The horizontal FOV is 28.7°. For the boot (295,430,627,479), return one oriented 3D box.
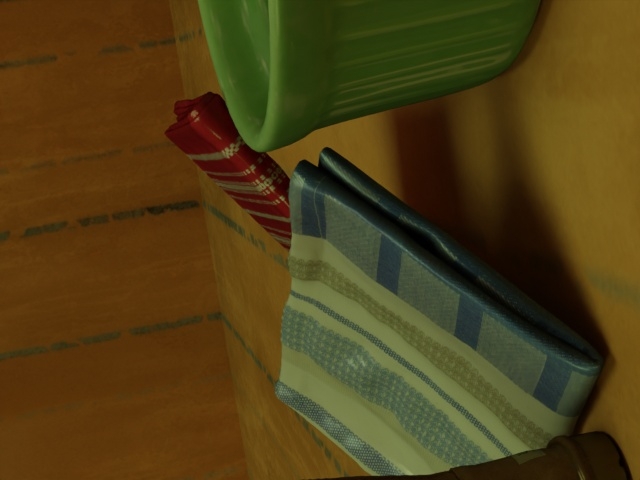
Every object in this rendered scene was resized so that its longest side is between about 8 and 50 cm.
[{"bbox_3d":[0.038,0.227,0.632,0.089,0.270,0.236,105,153,-70],"label":"boot"}]

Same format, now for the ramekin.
[{"bbox_3d":[0.011,-0.209,0.686,0.303,0.148,0.303,170,90,-79],"label":"ramekin"}]

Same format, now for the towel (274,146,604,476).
[{"bbox_3d":[0.055,0.085,0.774,0.209,0.034,0.285,38,151,18],"label":"towel"}]

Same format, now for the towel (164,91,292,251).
[{"bbox_3d":[0.000,0.000,0.880,0.275,0.031,0.199,44,174,-11],"label":"towel"}]
